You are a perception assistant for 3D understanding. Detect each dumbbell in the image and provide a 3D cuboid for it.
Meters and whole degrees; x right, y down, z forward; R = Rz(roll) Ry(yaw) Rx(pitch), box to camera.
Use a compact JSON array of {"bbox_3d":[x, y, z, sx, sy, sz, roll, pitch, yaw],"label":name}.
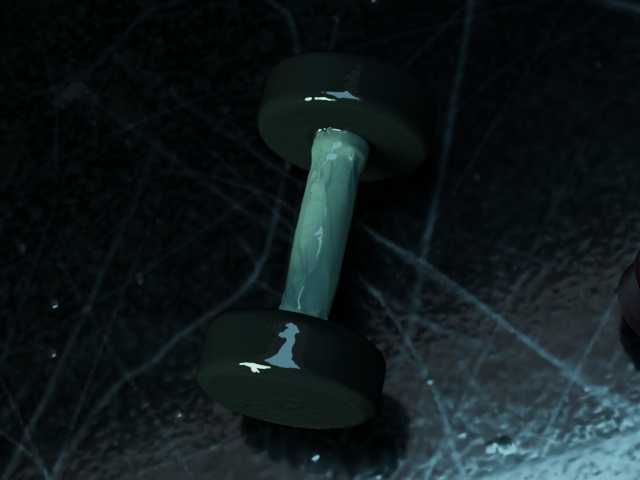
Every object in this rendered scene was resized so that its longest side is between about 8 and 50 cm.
[{"bbox_3d":[0.000,0.000,0.871,0.100,0.100,0.191,7,69,15],"label":"dumbbell"}]

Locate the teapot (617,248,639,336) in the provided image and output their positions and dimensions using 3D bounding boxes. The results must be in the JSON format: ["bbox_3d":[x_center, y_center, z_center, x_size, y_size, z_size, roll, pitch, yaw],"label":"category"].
[{"bbox_3d":[0.191,0.028,0.849,0.068,0.045,0.100,23,53,-4],"label":"teapot"}]
